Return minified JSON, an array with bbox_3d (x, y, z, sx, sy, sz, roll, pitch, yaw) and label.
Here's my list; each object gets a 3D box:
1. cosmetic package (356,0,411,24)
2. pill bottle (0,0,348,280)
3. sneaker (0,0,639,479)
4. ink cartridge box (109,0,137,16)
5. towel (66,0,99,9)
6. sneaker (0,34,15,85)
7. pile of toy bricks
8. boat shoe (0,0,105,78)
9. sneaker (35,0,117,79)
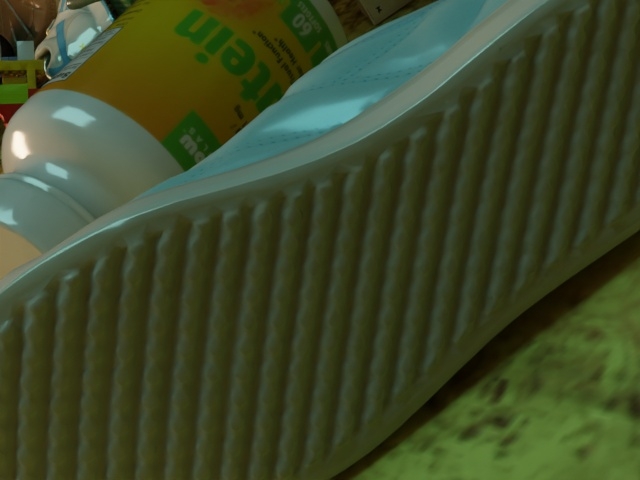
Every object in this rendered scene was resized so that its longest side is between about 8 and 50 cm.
[{"bbox_3d":[0.110,-0.268,0.901,0.239,0.099,0.060,-33,22,4],"label":"cosmetic package"},{"bbox_3d":[-0.097,-0.056,0.722,0.136,0.136,0.246,-7,36,47],"label":"pill bottle"},{"bbox_3d":[0.000,0.000,0.525,0.366,0.135,0.150,-28,15,-6],"label":"sneaker"},{"bbox_3d":[-0.221,-0.390,1.321,0.121,0.289,0.211,-42,24,-16],"label":"ink cartridge box"},{"bbox_3d":[-0.047,-0.343,0.961,0.374,0.090,0.321,-14,39,30],"label":"towel"},{"bbox_3d":[-0.381,-0.122,1.298,0.124,0.107,0.283,0,42,30],"label":"sneaker"},{"bbox_3d":[-0.369,-0.123,1.172,0.212,0.105,0.118,-3,-9,-11],"label":"pile of toy bricks"},{"bbox_3d":[-0.395,-0.244,1.518,0.341,0.122,0.110,-3,2,43],"label":"boat shoe"},{"bbox_3d":[-0.249,-0.204,1.262,0.092,0.087,0.229,-38,22,-3],"label":"sneaker"}]
